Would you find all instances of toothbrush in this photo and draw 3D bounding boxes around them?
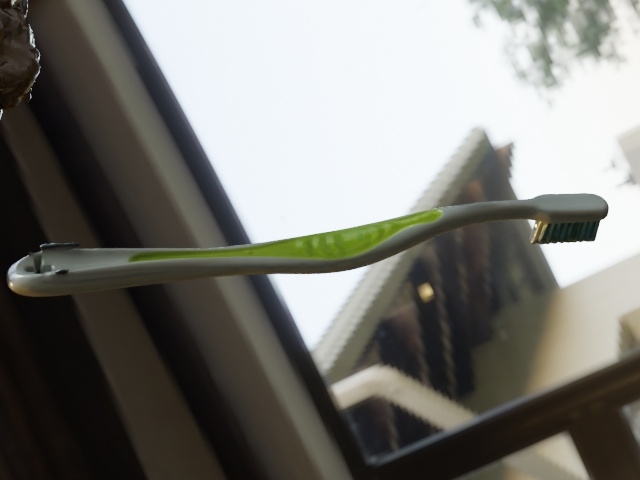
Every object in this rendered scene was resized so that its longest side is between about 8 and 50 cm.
[{"bbox_3d":[0.000,0.000,0.684,0.022,0.263,0.026,-112,23,-48],"label":"toothbrush"}]

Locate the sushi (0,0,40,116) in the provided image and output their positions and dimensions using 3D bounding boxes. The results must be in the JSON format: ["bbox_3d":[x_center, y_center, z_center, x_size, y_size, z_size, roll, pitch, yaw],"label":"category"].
[{"bbox_3d":[-0.341,-0.157,1.279,0.225,0.219,0.238,57,-163,18],"label":"sushi"}]
